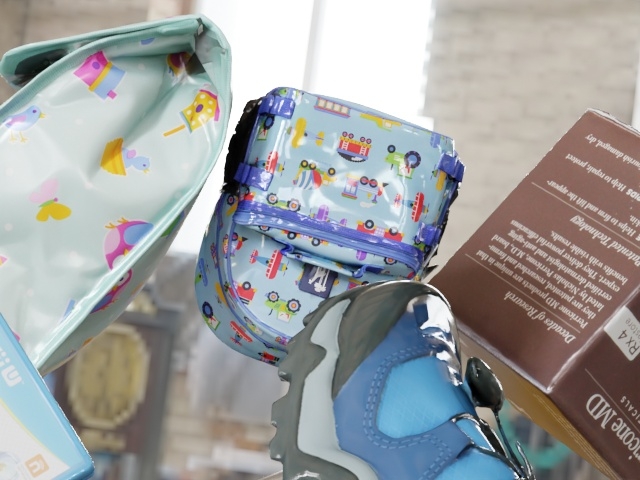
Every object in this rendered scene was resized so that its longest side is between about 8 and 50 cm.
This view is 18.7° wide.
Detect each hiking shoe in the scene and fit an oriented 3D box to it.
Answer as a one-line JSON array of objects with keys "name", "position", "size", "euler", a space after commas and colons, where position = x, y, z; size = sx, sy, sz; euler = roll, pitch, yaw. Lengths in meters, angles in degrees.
[{"name": "hiking shoe", "position": [0.070, 0.129, 0.585], "size": [0.132, 0.304, 0.113], "euler": [-21, -41, 12]}]

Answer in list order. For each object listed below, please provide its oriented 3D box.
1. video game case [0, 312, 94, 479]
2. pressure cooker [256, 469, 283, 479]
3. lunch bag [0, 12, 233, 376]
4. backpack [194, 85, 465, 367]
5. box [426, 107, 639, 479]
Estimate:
[{"name": "video game case", "position": [-0.193, 0.087, 0.789], "size": [0.166, 0.119, 0.015], "euler": [-30, -18, -15]}, {"name": "pressure cooker", "position": [0.033, 0.344, 1.515], "size": [0.420, 0.375, 0.370], "euler": [-23, 18, 20]}, {"name": "lunch bag", "position": [-0.159, -0.042, 1.283], "size": [0.160, 0.262, 0.223], "euler": [40, -5, -3]}, {"name": "backpack", "position": [0.000, 0.000, 1.276], "size": [0.158, 0.173, 0.117], "euler": [21, -7, -7]}, {"name": "box", "position": [0.222, 0.045, 1.455], "size": [0.167, 0.203, 0.168], "euler": [36, -8, 49]}]
